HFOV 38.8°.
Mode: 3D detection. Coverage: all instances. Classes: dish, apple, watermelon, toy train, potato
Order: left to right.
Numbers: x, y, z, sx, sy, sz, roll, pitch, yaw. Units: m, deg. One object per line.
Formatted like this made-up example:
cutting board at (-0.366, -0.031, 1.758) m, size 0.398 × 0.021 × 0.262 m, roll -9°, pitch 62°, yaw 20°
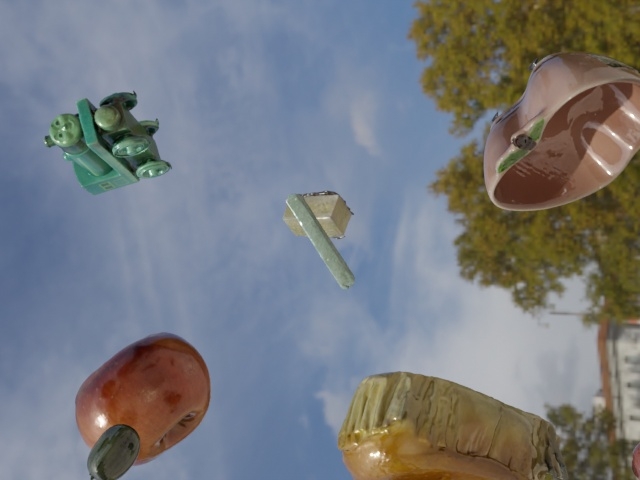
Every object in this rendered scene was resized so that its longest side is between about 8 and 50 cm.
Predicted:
toy train at (-0.408, -0.181, 1.737) m, size 0.298 × 0.194 × 0.120 m, roll 69°, pitch -175°, yaw -78°
watermelon at (-0.356, 0.369, 1.565) m, size 0.111 × 0.078 × 0.078 m, roll -56°, pitch -39°, yaw -12°
apple at (-0.342, 0.311, 1.782) m, size 0.272 × 0.251 × 0.206 m, roll -28°, pitch -107°, yaw -44°
potato at (-0.007, -0.046, 1.740) m, size 0.086 × 0.122 × 0.061 m, roll 54°, pitch -136°, yaw -45°
dish at (0.265, -0.131, 1.006) m, size 0.213 × 0.213 × 0.090 m, roll 38°, pitch -155°, yaw -55°

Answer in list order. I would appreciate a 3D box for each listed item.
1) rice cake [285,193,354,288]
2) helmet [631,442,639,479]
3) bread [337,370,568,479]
rice cake at (0.000, 0.000, 1.392) m, size 0.171 × 0.029 × 0.033 m, roll 56°, pitch -171°, yaw -6°
helmet at (0.408, 0.266, 1.114) m, size 0.065 × 0.049 × 0.084 m, roll 30°, pitch -112°, yaw -56°
bread at (0.209, 0.343, 1.475) m, size 0.388 × 0.236 × 0.183 m, roll 23°, pitch -114°, yaw -24°
